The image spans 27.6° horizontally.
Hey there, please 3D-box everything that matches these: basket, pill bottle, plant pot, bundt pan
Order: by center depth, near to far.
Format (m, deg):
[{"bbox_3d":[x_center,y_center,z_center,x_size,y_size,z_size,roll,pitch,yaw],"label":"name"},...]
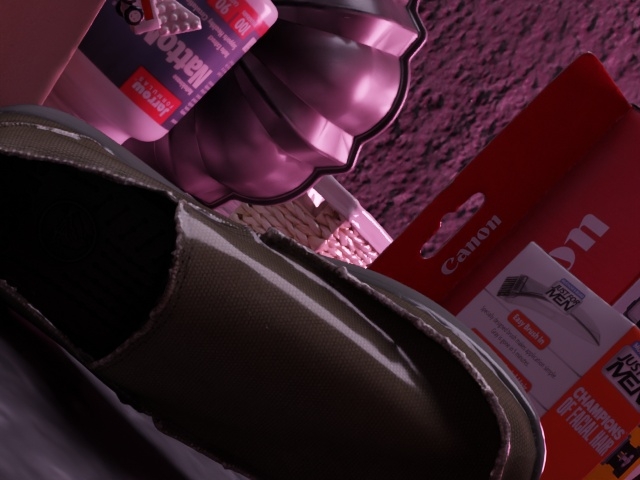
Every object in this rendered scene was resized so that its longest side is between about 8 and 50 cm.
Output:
[{"bbox_3d":[-0.210,-0.149,0.826,0.096,0.109,0.109,30,9,-28],"label":"plant pot"},{"bbox_3d":[-0.128,-0.134,0.930,0.108,0.180,0.108,44,3,-3],"label":"pill bottle"},{"bbox_3d":[-0.084,-0.189,1.048,0.331,0.331,0.124,45,10,9],"label":"bundt pan"},{"bbox_3d":[0.000,0.000,1.273,0.113,0.103,0.167,45,0,32],"label":"basket"}]

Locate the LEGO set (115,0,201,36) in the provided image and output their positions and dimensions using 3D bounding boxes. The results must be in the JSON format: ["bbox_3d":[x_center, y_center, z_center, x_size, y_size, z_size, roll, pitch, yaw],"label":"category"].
[{"bbox_3d":[-0.125,-0.240,0.789,0.244,0.060,0.182,111,-40,-67],"label":"LEGO set"}]

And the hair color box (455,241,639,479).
[{"bbox_3d":[0.077,0.090,0.620,0.053,0.167,0.093,43,3,-33],"label":"hair color box"}]

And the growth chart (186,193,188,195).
[{"bbox_3d":[-0.097,-0.009,1.232,0.172,0.021,0.237,46,1,26],"label":"growth chart"}]

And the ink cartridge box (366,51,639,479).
[{"bbox_3d":[0.175,0.073,0.911,0.272,0.309,0.130,41,3,-37],"label":"ink cartridge box"}]

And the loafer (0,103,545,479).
[{"bbox_3d":[-0.041,0.035,0.456,0.251,0.094,0.087,27,8,8],"label":"loafer"}]
